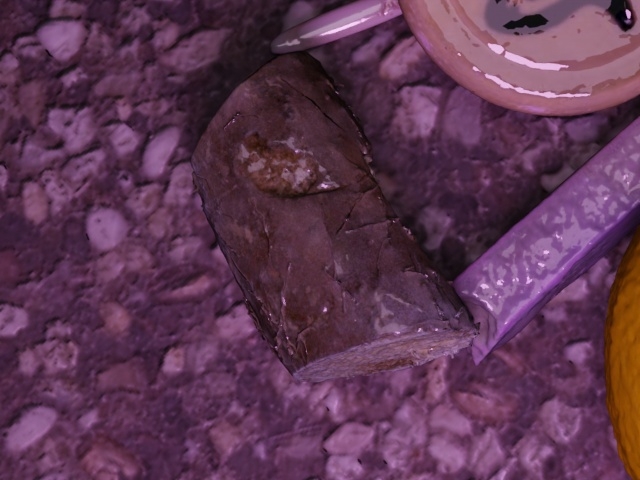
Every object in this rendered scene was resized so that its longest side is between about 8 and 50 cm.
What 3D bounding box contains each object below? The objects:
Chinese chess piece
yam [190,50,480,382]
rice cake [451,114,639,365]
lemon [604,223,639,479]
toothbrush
[{"bbox_3d":[0.180,-0.223,1.438,0.257,0.104,0.257,0,95,4],"label":"Chinese chess piece"},{"bbox_3d":[0.000,0.000,1.424,0.154,0.154,0.254,-32,75,0],"label":"yam"},{"bbox_3d":[0.247,-0.061,1.449,0.399,0.070,0.064,-42,76,-3],"label":"rice cake"},{"bbox_3d":[0.319,0.086,1.331,0.245,0.245,0.319,3,87,6],"label":"lemon"},{"bbox_3d":[0.103,-0.208,1.506,0.307,0.029,0.025,-21,75,2],"label":"toothbrush"}]
